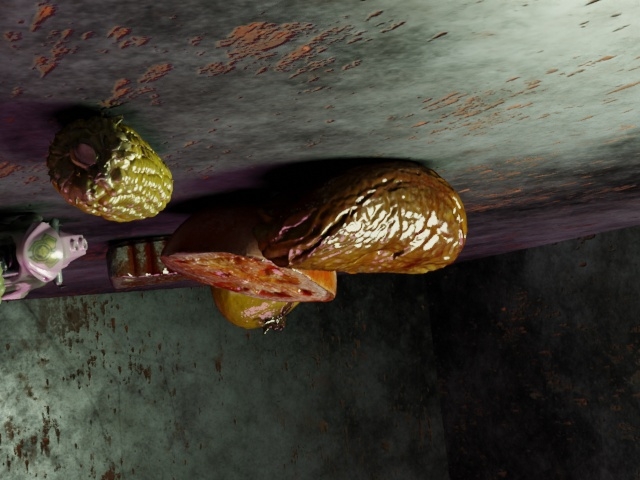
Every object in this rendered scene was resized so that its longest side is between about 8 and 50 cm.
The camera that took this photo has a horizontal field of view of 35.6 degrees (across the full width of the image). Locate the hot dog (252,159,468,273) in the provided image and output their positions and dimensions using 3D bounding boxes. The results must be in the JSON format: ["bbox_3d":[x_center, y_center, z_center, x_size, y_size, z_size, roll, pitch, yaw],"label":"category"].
[{"bbox_3d":[0.066,-0.034,1.665,0.387,0.174,0.267,4,166,-40],"label":"hot dog"}]

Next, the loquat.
[{"bbox_3d":[-0.137,0.093,2.281,0.244,0.244,0.244,-6,174,-1],"label":"loquat"}]

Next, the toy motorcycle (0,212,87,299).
[{"bbox_3d":[-0.496,0.024,1.728,0.188,0.143,0.327,-8,-179,11],"label":"toy motorcycle"}]

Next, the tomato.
[{"bbox_3d":[-0.120,0.012,1.857,0.338,0.144,0.338,13,165,4],"label":"tomato"}]

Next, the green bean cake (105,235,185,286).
[{"bbox_3d":[-0.369,0.046,2.260,0.232,0.097,0.198,-6,173,-7],"label":"green bean cake"}]

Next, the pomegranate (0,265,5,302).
[{"bbox_3d":[-0.606,0.049,1.434,0.260,0.260,0.340,-1,-164,-41],"label":"pomegranate"}]

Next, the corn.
[{"bbox_3d":[-0.247,-0.076,1.200,0.115,0.115,0.318,-7,174,3],"label":"corn"}]
